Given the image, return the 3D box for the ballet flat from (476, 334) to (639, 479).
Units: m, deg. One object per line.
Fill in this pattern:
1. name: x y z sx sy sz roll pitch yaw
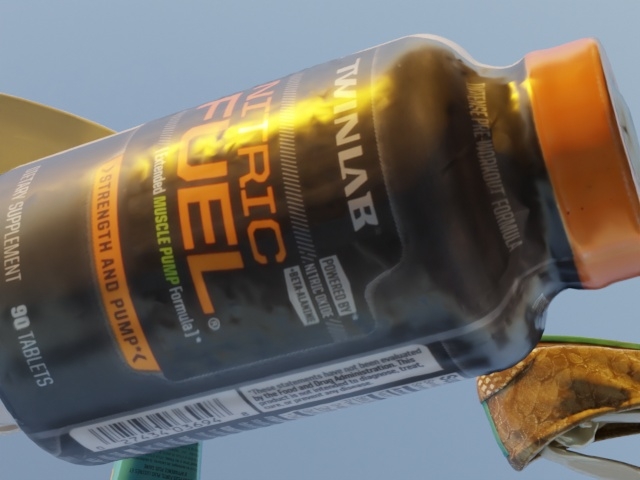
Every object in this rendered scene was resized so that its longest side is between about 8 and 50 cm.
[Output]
1. ballet flat: 0.175 0.081 0.519 0.206 0.073 0.067 -2 -115 1

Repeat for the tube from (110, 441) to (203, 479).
1. tube: -0.113 0.134 0.814 0.080 0.052 0.207 16 -115 -24

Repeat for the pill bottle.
1. pill bottle: 0.000 0.000 0.435 0.130 0.246 0.130 -16 -90 -72

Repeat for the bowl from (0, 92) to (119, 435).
1. bowl: -0.205 0.022 0.676 0.298 0.134 0.298 18 -157 -8
